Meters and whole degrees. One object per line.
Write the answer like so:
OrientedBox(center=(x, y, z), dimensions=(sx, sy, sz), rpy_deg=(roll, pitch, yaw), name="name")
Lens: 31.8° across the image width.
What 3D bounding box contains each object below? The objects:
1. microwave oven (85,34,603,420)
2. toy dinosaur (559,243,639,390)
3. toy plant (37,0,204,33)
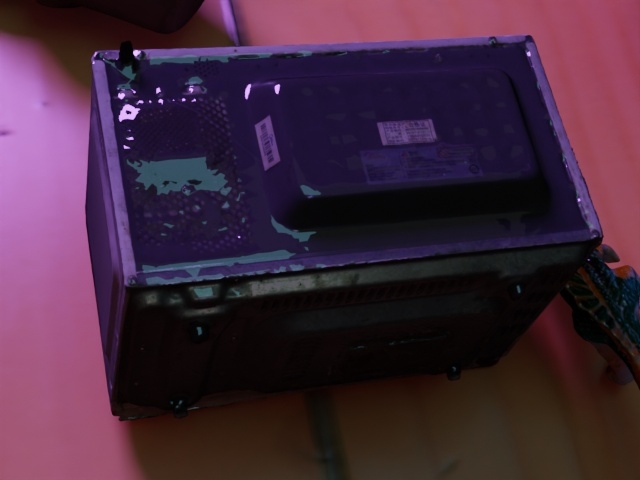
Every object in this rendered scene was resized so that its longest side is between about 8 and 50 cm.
OrientedBox(center=(0.000, 0.000, 0.521), dimensions=(0.205, 0.163, 0.129), rpy_deg=(-6, 65, -15), name="microwave oven")
OrientedBox(center=(0.137, 0.030, 0.559), dimensions=(0.106, 0.044, 0.187), rpy_deg=(45, 27, -27), name="toy dinosaur")
OrientedBox(center=(-0.150, -0.195, 0.629), dimensions=(0.200, 0.143, 0.105), rpy_deg=(34, 28, 1), name="toy plant")
